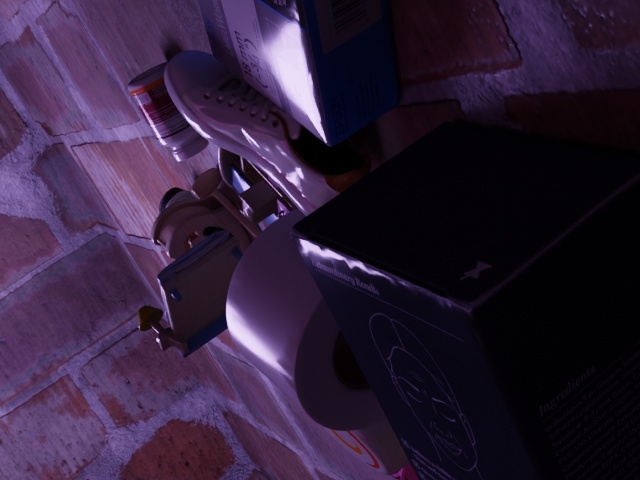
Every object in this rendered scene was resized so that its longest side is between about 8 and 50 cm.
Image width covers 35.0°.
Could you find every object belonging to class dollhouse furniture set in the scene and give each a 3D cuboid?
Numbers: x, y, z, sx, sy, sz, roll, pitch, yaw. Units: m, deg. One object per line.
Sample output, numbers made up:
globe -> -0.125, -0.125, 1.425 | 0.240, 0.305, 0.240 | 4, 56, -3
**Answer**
dollhouse furniture set -> -0.172, -0.024, 1.480 | 0.198, 0.303, 0.286 | 46, 160, 23

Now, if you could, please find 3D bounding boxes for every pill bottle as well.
pill bottle -> -0.250, -0.213, 1.695 | 0.086, 0.086, 0.152 | 18, 140, 62

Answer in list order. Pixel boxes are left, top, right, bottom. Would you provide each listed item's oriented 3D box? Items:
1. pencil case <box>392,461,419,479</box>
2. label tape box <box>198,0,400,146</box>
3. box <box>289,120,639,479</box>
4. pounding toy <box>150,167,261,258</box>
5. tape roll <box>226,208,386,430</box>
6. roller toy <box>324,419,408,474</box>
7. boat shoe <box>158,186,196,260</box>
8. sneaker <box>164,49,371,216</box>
pencil case -> 0.111, 0.338, 1.766 | 0.209, 0.095, 0.098 | 35, 133, 41
label tape box -> -0.069, -0.284, 1.075 | 0.333, 0.106, 0.241 | 41, 157, 36
box -> 0.194, 0.119, 0.953 | 0.293, 0.212, 0.396 | 25, 146, 58
pounding toy -> -0.203, 0.011, 1.864 | 0.155, 0.154, 0.270 | 35, 154, 47
tape roll -> 0.024, 0.094, 1.288 | 0.169, 0.246, 0.246 | 33, 152, 48
roller toy -> 0.086, 0.253, 1.574 | 0.191, 0.146, 0.209 | 39, 163, 16
boat shoe -> -0.291, -0.024, 2.095 | 0.091, 0.114, 0.303 | 40, 157, 24
sneaker -> -0.054, -0.148, 1.169 | 0.290, 0.106, 0.123 | 38, 144, 9
